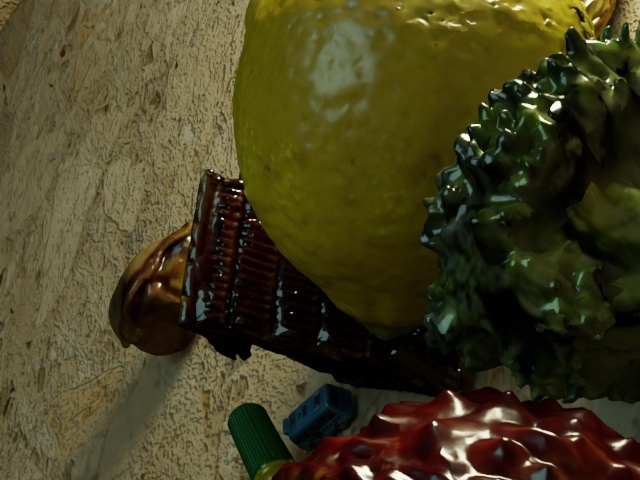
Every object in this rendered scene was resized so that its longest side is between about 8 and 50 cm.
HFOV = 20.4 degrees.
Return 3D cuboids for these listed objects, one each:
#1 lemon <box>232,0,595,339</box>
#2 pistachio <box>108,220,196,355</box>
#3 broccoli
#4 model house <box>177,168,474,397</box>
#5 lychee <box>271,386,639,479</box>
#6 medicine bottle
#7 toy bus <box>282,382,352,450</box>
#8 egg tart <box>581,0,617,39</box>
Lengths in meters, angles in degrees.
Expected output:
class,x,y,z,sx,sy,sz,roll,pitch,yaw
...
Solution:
class,x,y,z,sx,sy,sz,roll,pitch,yaw
lemon,0.085,-0.102,1.610,0.350,0.349,0.387,-146,59,-63
pistachio,-0.196,0.060,2.331,0.210,0.130,0.165,-58,-13,15
broccoli,0.240,0.023,1.354,0.293,0.348,0.281,-40,34,-27
model house,0.000,0.000,1.838,0.297,0.282,0.317,-24,49,53
lychee,0.103,0.311,1.242,0.500,0.424,0.425,6,73,50
medicine bottle,-0.038,0.269,1.881,0.095,0.064,0.260,-55,40,20
toy bus,-0.002,0.194,1.945,0.083,0.046,0.038,-43,35,36
egg tart,0.154,-0.264,1.871,0.351,0.153,0.339,-16,40,34
